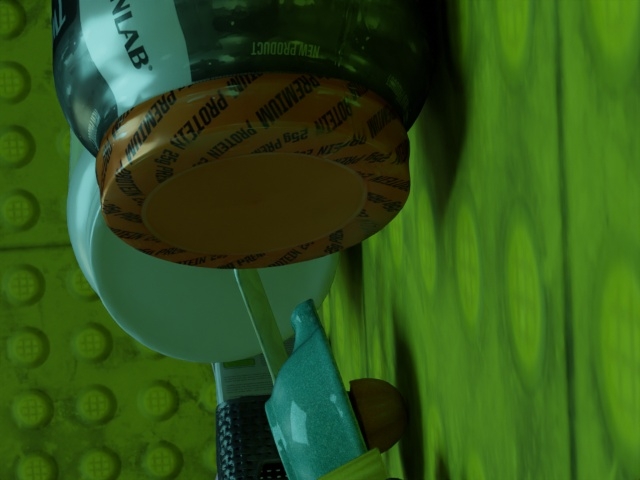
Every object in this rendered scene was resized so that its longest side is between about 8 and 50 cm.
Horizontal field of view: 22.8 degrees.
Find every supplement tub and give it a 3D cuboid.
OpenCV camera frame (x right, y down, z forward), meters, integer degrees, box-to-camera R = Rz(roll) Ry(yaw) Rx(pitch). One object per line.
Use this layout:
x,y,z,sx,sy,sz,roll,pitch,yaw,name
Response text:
-0.048,-0.169,0.891,0.207,0.207,0.338,97,169,-63,supplement tub
-0.103,-0.055,1.391,0.325,0.235,0.235,-109,16,-65,supplement tub

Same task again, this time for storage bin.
-0.027,0.202,1.372,0.180,0.122,0.084,97,168,-64,storage bin

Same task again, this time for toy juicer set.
0.024,0.153,1.072,0.329,0.089,0.209,-113,3,-59,toy juicer set

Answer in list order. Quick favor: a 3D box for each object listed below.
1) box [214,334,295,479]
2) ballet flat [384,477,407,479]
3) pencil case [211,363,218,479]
-0.045,0.204,1.610,0.103,0.114,0.203,-102,10,-51,box
0.018,0.227,0.880,0.222,0.076,0.079,-68,25,21,ballet flat
-0.072,0.201,1.899,0.124,0.124,0.284,-100,7,-52,pencil case
